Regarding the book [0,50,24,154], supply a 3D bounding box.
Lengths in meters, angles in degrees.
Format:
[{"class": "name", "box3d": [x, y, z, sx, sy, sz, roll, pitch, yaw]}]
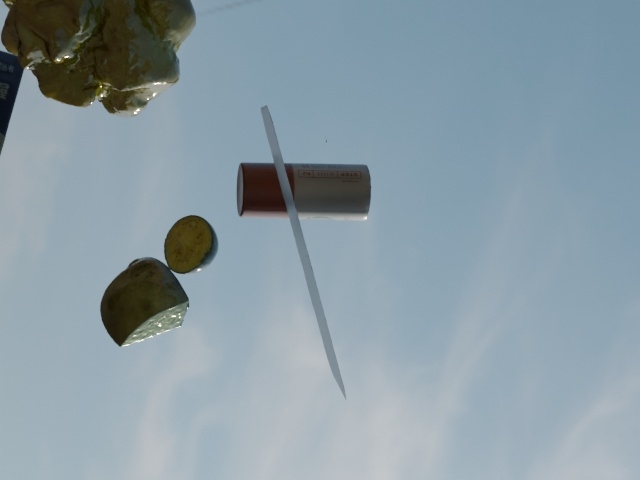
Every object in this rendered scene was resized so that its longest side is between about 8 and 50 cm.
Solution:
[{"class": "book", "box3d": [-0.621, -0.170, 2.062, 0.018, 0.228, 0.322, 21, -83, 59]}]

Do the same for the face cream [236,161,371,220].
[{"class": "face cream", "box3d": [-0.029, -0.082, 2.153, 0.096, 0.214, 0.095, -179, -90, -79]}]

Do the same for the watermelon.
[{"class": "watermelon", "box3d": [-0.215, 0.011, 2.200, 0.106, 0.062, 0.105, -10, -107, 32]}]

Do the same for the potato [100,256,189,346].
[{"class": "potato", "box3d": [-0.297, 0.083, 2.016, 0.149, 0.120, 0.081, 41, -50, 29]}]

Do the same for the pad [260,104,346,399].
[{"class": "pad", "box3d": [-0.001, 0.000, 1.673, 0.315, 0.063, 0.375, -140, -145, -82]}]

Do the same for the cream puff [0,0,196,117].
[{"class": "cream puff", "box3d": [-0.232, -0.232, 1.272, 0.221, 0.195, 0.194, 57, -40, 19]}]
